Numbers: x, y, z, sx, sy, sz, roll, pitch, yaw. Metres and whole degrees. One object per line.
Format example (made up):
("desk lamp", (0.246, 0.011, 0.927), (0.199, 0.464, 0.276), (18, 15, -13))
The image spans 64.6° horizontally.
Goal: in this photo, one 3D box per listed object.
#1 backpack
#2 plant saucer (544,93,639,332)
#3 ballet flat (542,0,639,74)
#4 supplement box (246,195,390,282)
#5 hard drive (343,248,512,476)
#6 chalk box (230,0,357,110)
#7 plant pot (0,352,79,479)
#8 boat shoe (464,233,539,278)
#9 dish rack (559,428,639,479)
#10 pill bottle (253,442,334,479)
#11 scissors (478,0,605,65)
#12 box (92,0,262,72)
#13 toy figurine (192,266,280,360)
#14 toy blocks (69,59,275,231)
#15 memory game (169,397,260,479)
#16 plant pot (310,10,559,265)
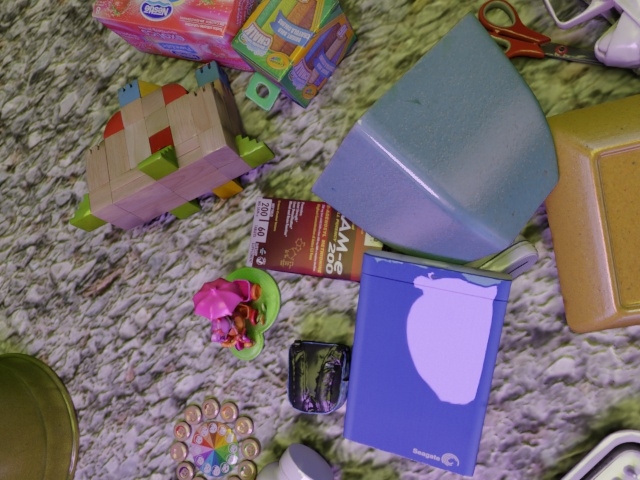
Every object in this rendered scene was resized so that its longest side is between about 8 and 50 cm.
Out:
("backpack", (0.001, 0.228, 0.847), (0.105, 0.084, 0.114), (2, 79, 19))
("plant saucer", (0.487, -0.037, 0.669), (0.333, 0.081, 0.332), (-12, 101, 17))
("ballet flat", (0.438, -0.347, 0.761), (0.139, 0.139, 0.400), (-37, 71, 10))
("supplement box", (0.000, 0.000, 0.882), (0.240, 0.073, 0.130), (6, 85, 18))
("hard drive", (0.152, 0.186, 0.771), (0.210, 0.040, 0.318), (10, 106, 19))
("chalk box", (-0.059, -0.338, 0.911), (0.132, 0.132, 0.213), (40, 96, 19))
("plant pot", (-0.717, 0.407, 0.915), (0.367, 0.353, 0.366), (-2, 83, 18))
("boat shoe", (0.230, 0.061, 0.808), (0.226, 0.083, 0.075), (-33, 52, 8))
("dish rack", (0.418, 0.454, 0.692), (0.285, 0.072, 0.333), (44, 97, 18))
("pill bottle", (-0.075, 0.447, 0.826), (0.121, 0.121, 0.216), (36, 94, 18))
("scissors", (0.370, -0.305, 0.830), (0.297, 0.021, 0.109), (33, 85, 16))
("box", (-0.259, -0.442, 0.980), (0.300, 0.154, 0.142), (16, 89, 18))
("toy figurine", (-0.159, 0.128, 0.872), (0.130, 0.159, 0.173), (2, 84, 18))
("toy blocks", (-0.303, -0.200, 0.969), (0.382, 0.191, 0.260), (-24, 65, 13))
("memory game", (-0.196, 0.384, 0.929), (0.186, 0.012, 0.186), (-2, 83, 18))
("plant pot", (0.179, -0.105, 0.729), (0.252, 0.248, 0.247), (43, 71, -1))
